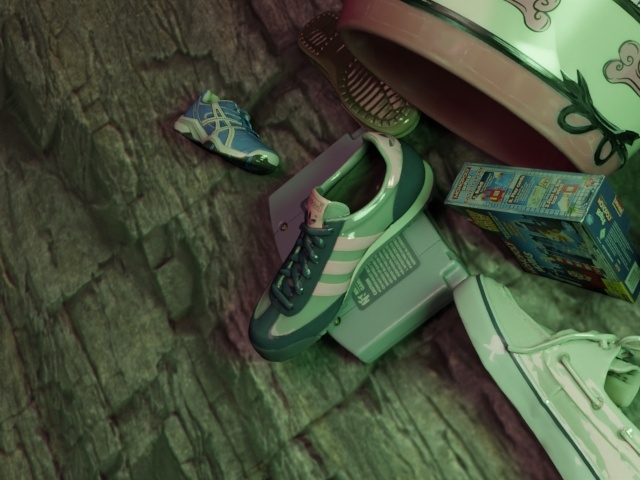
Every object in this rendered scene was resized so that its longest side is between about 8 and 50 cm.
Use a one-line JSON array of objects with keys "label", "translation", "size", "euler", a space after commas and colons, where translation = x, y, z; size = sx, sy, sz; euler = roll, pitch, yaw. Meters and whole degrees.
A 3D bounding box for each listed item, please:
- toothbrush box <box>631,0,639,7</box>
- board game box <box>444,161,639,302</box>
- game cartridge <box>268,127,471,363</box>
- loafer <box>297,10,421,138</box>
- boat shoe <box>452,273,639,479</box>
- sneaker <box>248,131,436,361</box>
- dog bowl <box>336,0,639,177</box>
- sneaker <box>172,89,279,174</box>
[{"label": "toothbrush box", "translation": [0.480, -0.226, 1.307], "size": [0.206, 0.122, 0.283], "euler": [-47, 49, 3]}, {"label": "board game box", "translation": [0.246, -0.020, 1.309], "size": [0.194, 0.194, 0.060], "euler": [18, 73, 38]}, {"label": "game cartridge", "translation": [0.050, 0.007, 1.518], "size": [0.198, 0.062, 0.297], "euler": [-41, 51, 15]}, {"label": "loafer", "translation": [0.065, -0.219, 1.595], "size": [0.102, 0.092, 0.268], "euler": [-39, 47, 5]}, {"label": "boat shoe", "translation": [0.285, 0.150, 1.233], "size": [0.156, 0.136, 0.367], "euler": [-39, 54, 11]}, {"label": "sneaker", "translation": [0.000, 0.000, 1.434], "size": [0.112, 0.131, 0.319], "euler": [37, 89, 40]}, {"label": "dog bowl", "translation": [0.195, -0.203, 1.303], "size": [0.408, 0.408, 0.150], "euler": [32, 89, 40]}, {"label": "sneaker", "translation": [-0.132, -0.158, 1.705], "size": [0.211, 0.080, 0.081], "euler": [31, 88, 39]}]
